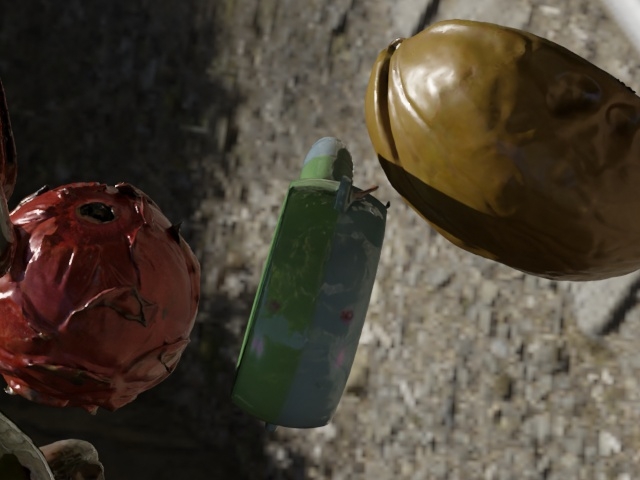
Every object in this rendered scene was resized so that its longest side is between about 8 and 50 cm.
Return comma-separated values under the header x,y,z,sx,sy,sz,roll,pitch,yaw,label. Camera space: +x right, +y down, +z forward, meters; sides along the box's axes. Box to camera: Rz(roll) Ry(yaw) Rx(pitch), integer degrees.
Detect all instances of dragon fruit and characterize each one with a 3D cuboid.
x,y,z,sx,sy,sz,roll,pitch,yaw,label
-0.240,0.060,1.523,0.241,0.241,0.252,37,141,58,dragon fruit

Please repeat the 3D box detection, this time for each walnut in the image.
x,y,z,sx,sy,sz,roll,pitch,yaw,label
0.115,-0.034,0.857,0.087,0.211,0.167,-63,3,-31,walnut

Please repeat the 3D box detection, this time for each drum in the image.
x,y,z,sx,sy,sz,roll,pitch,yaw,label
-0.006,0.020,0.758,0.253,0.049,0.130,-93,18,-82,drum

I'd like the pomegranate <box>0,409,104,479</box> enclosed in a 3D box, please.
x,y,z,sx,sy,sz,roll,pitch,yaw,label
-0.205,0.168,0.784,0.179,0.210,0.179,-10,66,23,pomegranate

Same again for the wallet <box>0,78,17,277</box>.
x,y,z,sx,sy,sz,roll,pitch,yaw,label
-0.215,0.013,0.668,0.204,0.045,0.142,-37,49,26,wallet
